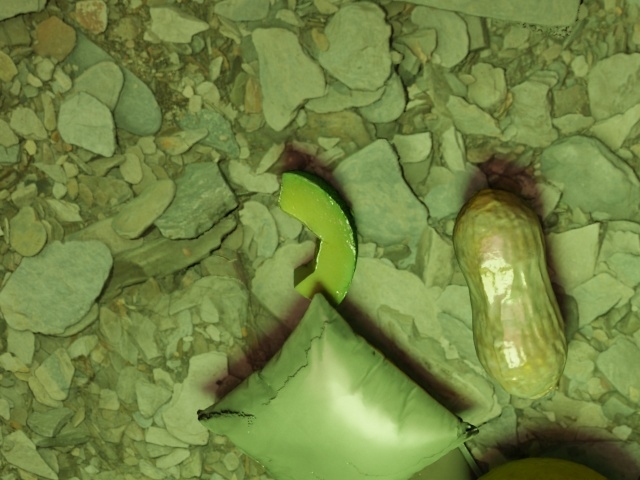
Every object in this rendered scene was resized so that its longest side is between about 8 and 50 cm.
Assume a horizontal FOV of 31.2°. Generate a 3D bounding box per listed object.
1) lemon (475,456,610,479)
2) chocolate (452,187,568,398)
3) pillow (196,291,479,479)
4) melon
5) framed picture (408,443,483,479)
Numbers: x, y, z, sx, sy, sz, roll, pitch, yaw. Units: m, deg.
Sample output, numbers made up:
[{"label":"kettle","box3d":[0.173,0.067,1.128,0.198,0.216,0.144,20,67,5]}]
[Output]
[{"label":"lemon","box3d":[0.317,0.425,1.598,0.267,0.267,0.267,5,108,14]},{"label":"chocolate","box3d":[0.259,0.078,1.566,0.134,0.134,0.309,-10,105,18]},{"label":"pillow","box3d":[0.017,0.271,1.699,0.310,0.119,0.312,43,116,-2]},{"label":"melon","box3d":[0.000,0.000,1.654,0.118,0.064,0.209,8,111,12]},{"label":"framed picture","box3d":[0.173,0.395,1.755,0.183,0.011,0.142,-30,97,22]}]
